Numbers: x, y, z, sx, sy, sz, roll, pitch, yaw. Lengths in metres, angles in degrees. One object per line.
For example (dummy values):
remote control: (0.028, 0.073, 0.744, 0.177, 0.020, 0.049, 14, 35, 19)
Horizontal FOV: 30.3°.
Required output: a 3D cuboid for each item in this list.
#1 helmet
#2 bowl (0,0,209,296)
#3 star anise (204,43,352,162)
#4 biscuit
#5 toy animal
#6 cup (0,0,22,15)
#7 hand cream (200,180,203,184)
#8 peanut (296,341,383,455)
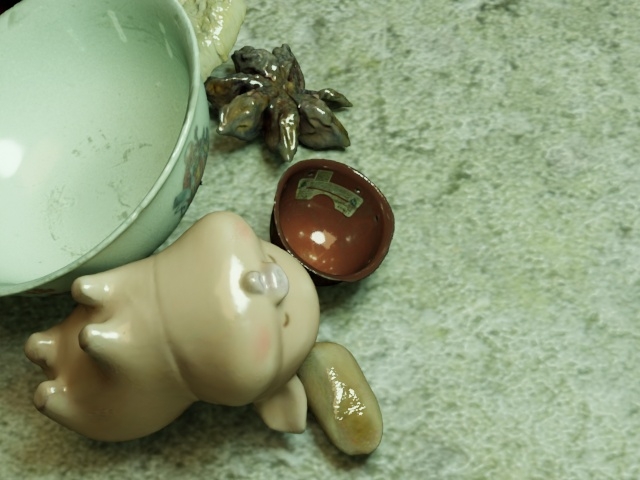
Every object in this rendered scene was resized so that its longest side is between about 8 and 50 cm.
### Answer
helmet: (0.000, 0.000, 1.426, 0.155, 0.106, 0.175, 12, 51, -19)
bowl: (-0.278, -0.089, 1.413, 0.435, 0.196, 0.435, -15, 56, 24)
star anise: (-0.065, -0.180, 1.543, 0.197, 0.073, 0.212, -30, 63, -36)
biscuit: (-0.235, -0.250, 1.571, 0.281, 0.084, 0.179, 8, 68, 34)
toy animal: (-0.155, 0.109, 1.294, 0.269, 0.326, 0.237, 7, 59, -43)
cup: (-0.460, -0.441, 1.683, 0.208, 0.288, 0.273, 6, 51, -36)
hand cream: (-0.175, -0.185, 1.589, 0.075, 0.052, 0.248, -5, 63, 26)
peanut: (0.021, 0.178, 1.346, 0.076, 0.076, 0.152, -23, 57, -11)
